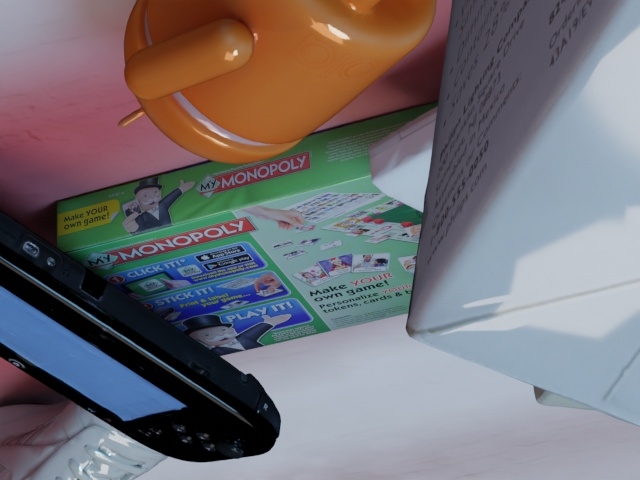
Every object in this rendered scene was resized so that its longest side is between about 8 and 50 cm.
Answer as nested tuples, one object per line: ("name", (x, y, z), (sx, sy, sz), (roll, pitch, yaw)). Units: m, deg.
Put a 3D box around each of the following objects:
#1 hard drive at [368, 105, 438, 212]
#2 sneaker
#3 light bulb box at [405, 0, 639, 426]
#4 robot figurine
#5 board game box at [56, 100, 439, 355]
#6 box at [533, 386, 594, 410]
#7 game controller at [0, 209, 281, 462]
("hard drive", (0.210, -0.076, 1.098), (0.307, 0.040, 0.203), (-29, 143, 36))
("sneaker", (-0.189, 0.191, 1.468), (0.114, 0.152, 0.305), (28, 143, -32))
("light bulb box", (0.210, -0.162, 0.589), (0.225, 0.361, 0.358), (22, 131, -9))
("robot figurine", (-0.026, -0.123, 0.976), (0.128, 0.158, 0.219), (29, 139, -23))
("board game box", (0.000, 0.000, 1.289), (0.317, 0.046, 0.213), (-13, 149, 14))
("box", (0.220, -0.028, 0.998), (0.121, 0.148, 0.311), (5, 149, -14))
("game controller", (-0.178, 0.067, 1.251), (0.319, 0.067, 0.166), (36, 144, -23))
